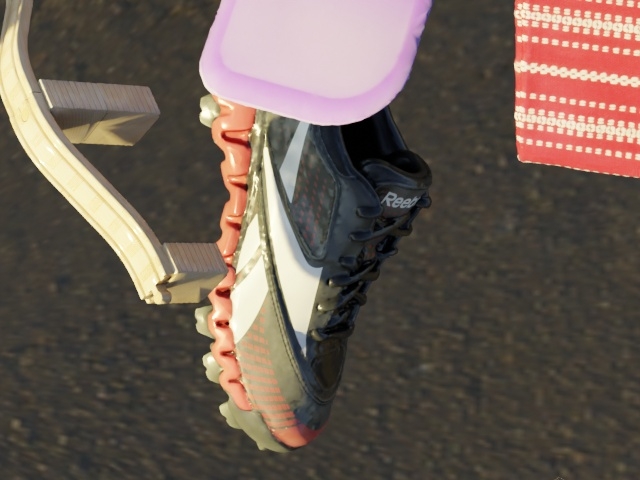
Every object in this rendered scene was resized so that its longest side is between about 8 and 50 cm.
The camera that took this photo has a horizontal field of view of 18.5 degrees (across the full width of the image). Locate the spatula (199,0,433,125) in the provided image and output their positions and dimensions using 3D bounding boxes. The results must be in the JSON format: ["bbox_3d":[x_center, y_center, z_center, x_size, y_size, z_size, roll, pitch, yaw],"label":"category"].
[{"bbox_3d":[0.027,-0.190,0.746,0.084,0.030,0.296,18,101,17],"label":"spatula"}]

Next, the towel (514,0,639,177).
[{"bbox_3d":[0.192,-0.146,0.930,0.199,0.031,0.274,8,126,14],"label":"towel"}]

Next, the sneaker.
[{"bbox_3d":[0.000,0.000,1.195,0.098,0.135,0.276,-15,109,-61],"label":"sneaker"}]

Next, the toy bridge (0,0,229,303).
[{"bbox_3d":[-0.099,-0.052,0.823,0.063,0.026,0.188,1,54,-44],"label":"toy bridge"}]

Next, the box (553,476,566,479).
[{"bbox_3d":[0.223,0.262,1.326,0.201,0.164,0.021,28,45,15],"label":"box"}]
